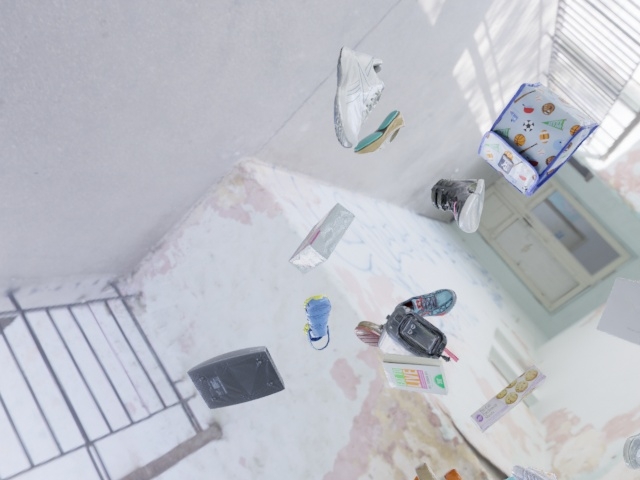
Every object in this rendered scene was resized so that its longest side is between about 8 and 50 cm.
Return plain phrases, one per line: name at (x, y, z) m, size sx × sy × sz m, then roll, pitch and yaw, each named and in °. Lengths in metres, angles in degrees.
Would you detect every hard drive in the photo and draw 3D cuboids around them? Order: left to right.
hard drive at (-0.248, 0.406, 1.370) m, size 0.254 × 0.172 × 0.054 m, roll -18°, pitch -157°, yaw 11°

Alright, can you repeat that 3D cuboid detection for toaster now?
toaster at (0.287, 0.321, 1.430) m, size 0.129 × 0.227 × 0.146 m, roll -48°, pitch 166°, yaw -34°

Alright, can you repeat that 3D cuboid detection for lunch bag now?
lunch bag at (0.903, -0.426, 1.975) m, size 0.238 × 0.328 × 0.385 m, roll -17°, pitch 149°, yaw -41°

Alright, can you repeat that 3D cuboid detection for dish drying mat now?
dish drying mat at (0.553, 0.484, 1.956) m, size 0.008 × 0.083 × 0.032 m, roll -34°, pitch 152°, yaw -29°

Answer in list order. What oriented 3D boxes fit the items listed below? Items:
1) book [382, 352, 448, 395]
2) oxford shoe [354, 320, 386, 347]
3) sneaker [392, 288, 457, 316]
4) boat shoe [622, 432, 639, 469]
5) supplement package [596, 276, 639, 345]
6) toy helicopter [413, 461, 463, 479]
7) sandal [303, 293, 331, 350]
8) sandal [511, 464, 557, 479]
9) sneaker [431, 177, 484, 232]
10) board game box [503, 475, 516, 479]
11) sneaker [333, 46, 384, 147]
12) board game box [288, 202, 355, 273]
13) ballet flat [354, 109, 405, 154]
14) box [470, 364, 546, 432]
book at (0.232, 0.328, 1.119) m, size 0.144 × 0.096 × 0.035 m, roll -3°, pitch -152°, yaw 31°
oxford shoe at (0.254, 0.333, 1.670) m, size 0.123 × 0.130 × 0.348 m, roll -8°, pitch 153°, yaw 45°
sneaker at (0.411, 0.263, 1.815) m, size 0.261 × 0.104 × 0.125 m, roll -25°, pitch 160°, yaw 24°
boat shoe at (1.018, 0.636, 1.410) m, size 0.227 × 0.079 × 0.081 m, roll -11°, pitch 169°, yaw -32°
supplement package at (1.108, 0.263, 1.514) m, size 0.145 × 0.262 × 0.204 m, roll 21°, pitch 91°, yaw -28°
toy helicopter at (0.333, 0.688, 1.081) m, size 0.140 × 0.355 × 0.235 m, roll -33°, pitch 174°, yaw -3°
sandal at (-0.004, 0.358, 1.972) m, size 0.126 × 0.138 × 0.317 m, roll -11°, pitch 135°, yaw -11°
sandal at (0.756, 0.809, 1.480) m, size 0.076 × 0.265 × 0.102 m, roll -11°, pitch 106°, yaw -46°
sneaker at (0.382, -0.102, 1.317) m, size 0.296 × 0.146 × 0.105 m, roll -47°, pitch 135°, yaw -55°
board game box at (0.483, 0.801, 1.170) m, size 0.079 × 0.254 × 0.336 m, roll -12°, pitch 137°, yaw -22°
sneaker at (0.100, -0.372, 1.178) m, size 0.129 × 0.297 × 0.111 m, roll 6°, pitch 161°, yaw 0°
board game box at (0.000, 0.000, 1.880) m, size 0.224 × 0.097 × 0.303 m, roll -55°, pitch -174°, yaw -24°
ballet flat at (0.207, -0.344, 1.533) m, size 0.232 × 0.073 × 0.080 m, roll -45°, pitch -151°, yaw -18°
box at (0.718, 0.603, 1.750) m, size 0.324 × 0.067 × 0.063 m, roll -36°, pitch 142°, yaw -5°
